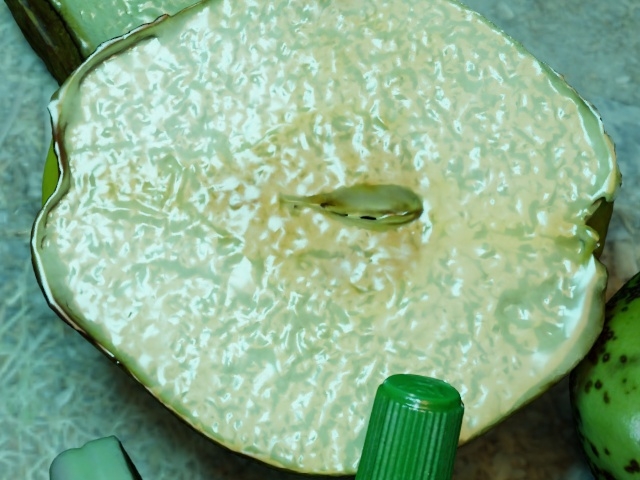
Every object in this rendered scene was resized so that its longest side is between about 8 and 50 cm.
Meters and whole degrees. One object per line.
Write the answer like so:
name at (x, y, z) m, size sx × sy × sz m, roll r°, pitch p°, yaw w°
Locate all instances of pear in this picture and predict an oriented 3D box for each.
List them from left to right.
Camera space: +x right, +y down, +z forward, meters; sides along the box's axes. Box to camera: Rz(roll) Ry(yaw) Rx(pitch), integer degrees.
pear at (0.000, 0.000, 1.137) m, size 0.386 × 0.191 × 0.340 m, roll 10°, pitch 76°, yaw -1°

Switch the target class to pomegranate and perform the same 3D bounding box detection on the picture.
pomegranate at (0.299, 0.136, 1.105) m, size 0.222 × 0.204 × 0.276 m, roll -23°, pitch 63°, yaw -23°

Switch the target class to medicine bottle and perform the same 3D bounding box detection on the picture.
medicine bottle at (0.032, 0.232, 1.011) m, size 0.111 × 0.076 × 0.309 m, roll 14°, pitch 102°, yaw 14°

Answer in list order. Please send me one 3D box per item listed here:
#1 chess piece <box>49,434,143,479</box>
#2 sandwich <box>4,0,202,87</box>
chess piece at (-0.222, 0.242, 1.040) m, size 0.272 × 0.139 × 0.139 m, roll -26°, pitch 71°, yaw -8°
sandwich at (-0.101, -0.205, 1.275) m, size 0.273 × 0.095 × 0.249 m, roll -27°, pitch 72°, yaw -20°
